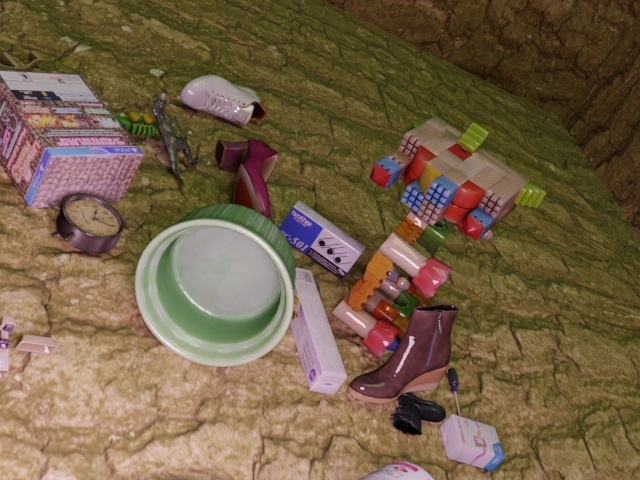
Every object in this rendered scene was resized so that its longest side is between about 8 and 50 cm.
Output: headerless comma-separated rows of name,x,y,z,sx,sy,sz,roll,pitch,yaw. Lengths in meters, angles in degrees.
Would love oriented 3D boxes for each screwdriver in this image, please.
screwdriver,0.321,0.365,1.950,0.024,0.025,0.170,23,31,-19

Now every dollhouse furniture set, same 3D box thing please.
dollhouse furniture set,-0.486,0.186,1.372,0.114,0.091,0.081,14,51,-36

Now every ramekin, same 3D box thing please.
ramekin,-0.190,0.076,1.601,0.303,0.303,0.148,32,23,-5

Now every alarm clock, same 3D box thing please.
alarm clock,-0.458,-0.031,1.712,0.192,0.064,0.129,-2,45,-42

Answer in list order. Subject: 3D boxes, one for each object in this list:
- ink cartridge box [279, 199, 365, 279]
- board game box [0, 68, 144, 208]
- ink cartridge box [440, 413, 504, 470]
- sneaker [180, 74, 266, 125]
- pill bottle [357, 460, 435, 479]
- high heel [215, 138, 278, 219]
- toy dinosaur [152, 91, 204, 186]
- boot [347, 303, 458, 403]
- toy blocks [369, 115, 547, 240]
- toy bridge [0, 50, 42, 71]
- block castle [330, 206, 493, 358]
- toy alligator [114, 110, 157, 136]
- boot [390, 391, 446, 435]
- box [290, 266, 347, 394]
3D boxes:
ink cartridge box,0.000,0.000,2.083,0.207,0.097,0.046,36,30,1
board game box,-0.571,-0.224,1.799,0.232,0.141,0.291,-9,51,-50
ink cartridge box,0.332,0.443,1.821,0.122,0.052,0.088,20,33,-21
sneaker,-0.264,-0.396,2.379,0.290,0.106,0.123,-4,45,-49
pill bottle,0.076,0.489,1.397,0.283,0.160,0.160,-8,51,-50
high heel,-0.140,-0.153,2.123,0.181,0.127,0.377,4,37,-26
toy dinosaur,-0.361,-0.240,2.099,0.118,0.064,0.268,18,49,-62
boot,0.178,0.236,1.784,0.248,0.207,0.090,-4,24,-31
toy blocks,0.299,-0.139,1.947,0.381,0.191,0.261,38,44,18
toy bridge,-0.758,-0.433,2.027,0.063,0.026,0.188,45,32,15
block castle,0.238,0.074,2.008,0.213,0.303,0.453,38,31,5
toy alligator,-0.474,-0.285,2.065,0.189,0.056,0.051,3,42,-42
boot,0.213,0.384,1.796,0.121,0.045,0.099,25,28,-1
box,-0.023,0.190,1.823,0.067,0.063,0.324,13,36,-30
